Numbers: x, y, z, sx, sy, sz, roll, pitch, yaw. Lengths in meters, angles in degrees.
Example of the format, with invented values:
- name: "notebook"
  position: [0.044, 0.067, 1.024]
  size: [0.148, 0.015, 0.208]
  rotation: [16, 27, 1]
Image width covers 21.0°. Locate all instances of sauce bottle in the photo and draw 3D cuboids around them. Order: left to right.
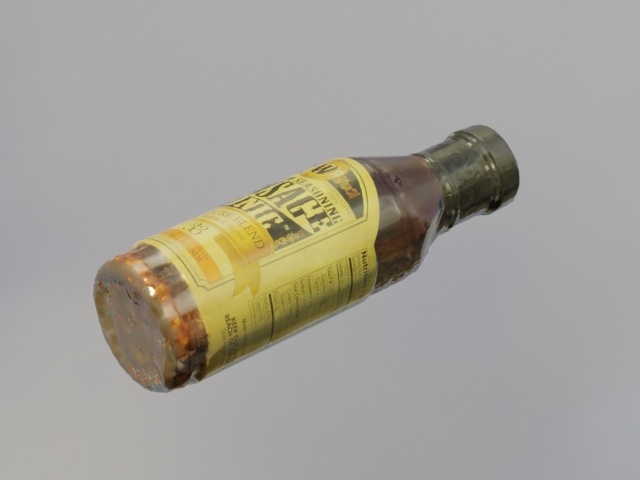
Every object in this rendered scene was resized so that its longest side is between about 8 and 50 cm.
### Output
- name: "sauce bottle"
  position: [0.000, 0.000, 0.476]
  size: [0.128, 0.042, 0.042]
  rotation: [-26, -28, -33]
